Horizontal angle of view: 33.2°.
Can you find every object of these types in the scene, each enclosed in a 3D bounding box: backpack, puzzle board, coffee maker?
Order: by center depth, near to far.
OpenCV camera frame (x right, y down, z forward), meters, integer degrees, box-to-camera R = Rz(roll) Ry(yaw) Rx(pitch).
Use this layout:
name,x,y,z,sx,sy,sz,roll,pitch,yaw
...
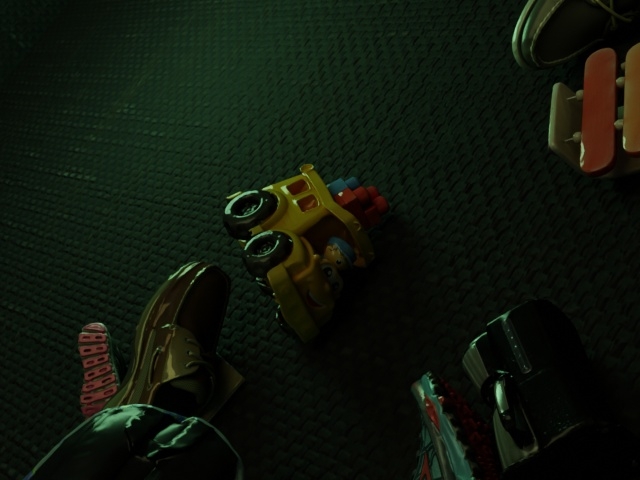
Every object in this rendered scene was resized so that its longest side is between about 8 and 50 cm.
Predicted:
name,x,y,z,sx,sy,sz,roll,pitch,yaw
coffee maker,0.239,0.153,1.050,0.171,0.120,0.178,-14,40,2
backpack,-0.216,0.341,1.102,0.290,0.273,0.356,15,67,23
puzzle board,-0.165,0.219,1.464,0.128,0.011,0.096,-48,33,-7

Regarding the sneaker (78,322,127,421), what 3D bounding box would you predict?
name,x,y,z,sx,sy,sz,roll,pitch,yaw
sneaker,-0.317,0.210,1.591,0.063,0.075,0.171,-18,63,8

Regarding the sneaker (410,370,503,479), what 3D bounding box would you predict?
name,x,y,z,sx,sy,sz,roll,pitch,yaw
sneaker,0.116,0.243,1.072,0.125,0.104,0.262,-36,35,16

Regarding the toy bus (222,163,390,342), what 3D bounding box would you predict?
name,x,y,z,sx,sy,sz,roll,pitch,yaw
toy bus,0.000,0.000,1.429,0.211,0.149,0.220,-27,37,-2

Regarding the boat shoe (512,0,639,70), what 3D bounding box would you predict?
name,x,y,z,sx,sy,sz,roll,pitch,yaw
boat shoe,0.381,-0.329,1.391,0.305,0.109,0.091,-42,30,-3

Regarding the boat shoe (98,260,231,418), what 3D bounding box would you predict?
name,x,y,z,sx,sy,sz,roll,pitch,yaw
boat shoe,-0.190,0.185,1.425,0.119,0.122,0.324,4,65,42

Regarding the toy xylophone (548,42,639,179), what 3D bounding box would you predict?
name,x,y,z,sx,sy,sz,roll,pitch,yaw
toy xylophone,0.416,-0.184,1.227,0.322,0.081,0.236,-23,39,28
